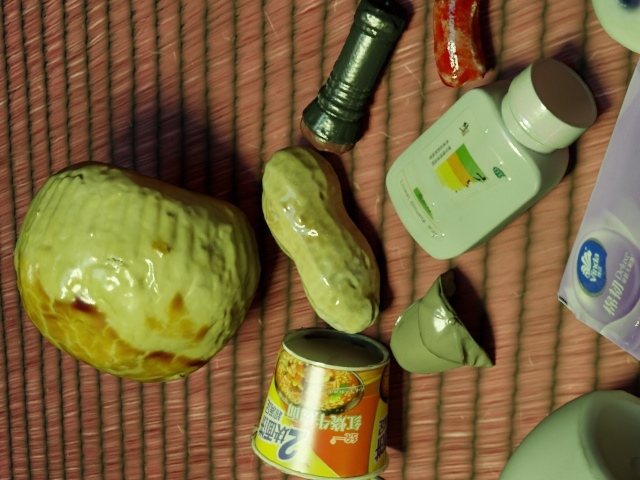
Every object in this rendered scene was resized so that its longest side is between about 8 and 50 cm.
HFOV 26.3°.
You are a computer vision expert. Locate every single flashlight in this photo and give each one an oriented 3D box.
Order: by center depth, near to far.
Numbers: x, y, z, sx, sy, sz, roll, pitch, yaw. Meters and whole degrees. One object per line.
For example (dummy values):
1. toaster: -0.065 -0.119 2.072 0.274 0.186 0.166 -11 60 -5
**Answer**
1. flashlight: 0.048 -0.233 1.902 0.093 0.093 0.232 43 125 26

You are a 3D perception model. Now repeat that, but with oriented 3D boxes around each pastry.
1. pastry: -0.288 0.053 2.111 0.388 0.388 0.313 13 86 42

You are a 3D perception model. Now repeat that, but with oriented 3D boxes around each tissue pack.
1. tissue pack: 0.429 -0.030 1.529 0.242 0.160 0.338 34 126 32

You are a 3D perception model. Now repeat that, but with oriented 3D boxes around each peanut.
1. peanut: 0.000 0.000 1.994 0.130 0.130 0.290 -36 76 45

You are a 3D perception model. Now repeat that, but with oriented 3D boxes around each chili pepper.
1. chili pepper: 0.180 -0.260 1.768 0.073 0.070 0.123 -1 101 28

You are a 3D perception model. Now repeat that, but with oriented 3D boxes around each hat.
1. hat: 0.152 0.140 1.918 0.175 0.085 0.147 -35 79 44

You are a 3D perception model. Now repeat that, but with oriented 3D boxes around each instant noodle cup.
1. instant noodle cup: 0.010 0.234 2.020 0.213 0.213 0.174 21 110 39

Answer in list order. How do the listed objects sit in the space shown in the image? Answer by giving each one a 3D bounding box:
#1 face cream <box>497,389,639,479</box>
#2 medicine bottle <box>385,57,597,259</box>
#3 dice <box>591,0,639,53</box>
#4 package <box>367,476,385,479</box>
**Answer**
1. face cream: 0.328 0.379 1.704 0.312 0.219 0.357 -109 31 -43
2. medicine bottle: 0.217 -0.106 1.752 0.296 0.111 0.161 -41 76 43
3. dice: 0.413 -0.289 1.434 0.193 0.194 0.192 34 125 35
4. package: 0.081 0.374 2.121 0.110 0.015 0.037 20 123 41
